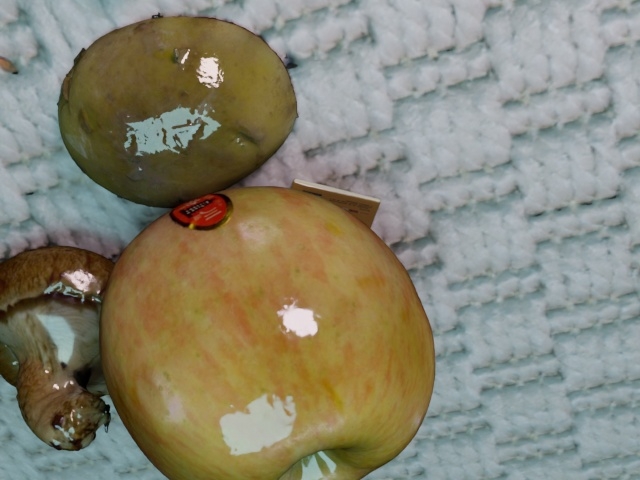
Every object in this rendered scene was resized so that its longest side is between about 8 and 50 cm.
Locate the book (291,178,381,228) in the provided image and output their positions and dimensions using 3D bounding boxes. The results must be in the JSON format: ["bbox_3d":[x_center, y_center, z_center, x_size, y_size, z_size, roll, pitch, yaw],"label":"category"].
[{"bbox_3d":[0.000,0.000,1.261,0.118,0.012,0.172,13,127,-8],"label":"book"}]

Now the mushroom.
[{"bbox_3d":[-0.361,0.131,1.273,0.267,0.254,0.267,1,101,7],"label":"mushroom"}]

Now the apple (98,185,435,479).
[{"bbox_3d":[-0.061,0.134,1.128,0.392,0.346,0.391,-13,141,-11],"label":"apple"}]

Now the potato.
[{"bbox_3d":[-0.180,-0.136,1.106,0.299,0.116,0.239,-13,122,10],"label":"potato"}]
